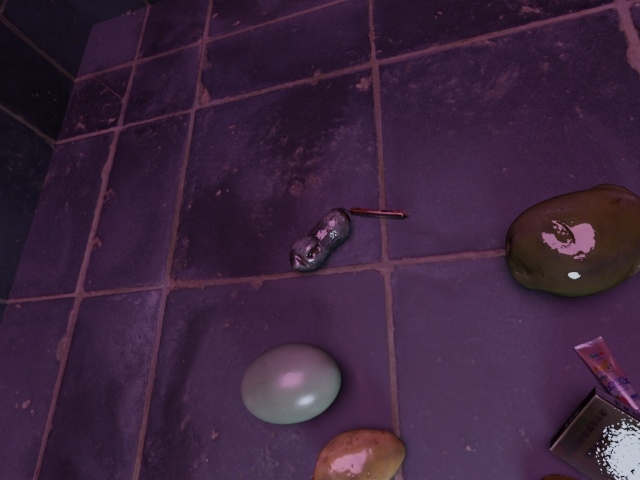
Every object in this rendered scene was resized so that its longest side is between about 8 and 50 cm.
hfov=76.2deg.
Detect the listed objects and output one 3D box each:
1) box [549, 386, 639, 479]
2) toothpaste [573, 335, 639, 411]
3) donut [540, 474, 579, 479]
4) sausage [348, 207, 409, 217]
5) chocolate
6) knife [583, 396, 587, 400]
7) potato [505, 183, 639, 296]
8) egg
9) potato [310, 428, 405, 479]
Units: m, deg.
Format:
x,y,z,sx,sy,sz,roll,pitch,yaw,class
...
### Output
x,y,z,sx,sy,sz,roll,pitch,yaw,class
0.666,0.459,0.812,0.325,0.047,0.180,31,116,24,box
0.675,0.320,0.935,0.067,0.043,0.194,-28,56,10,toothpaste
0.517,0.597,0.854,0.146,0.078,0.181,-23,59,12,donut
0.181,-0.088,1.292,0.198,0.025,0.028,6,39,21,sausage
0.000,0.000,1.279,0.248,0.110,0.110,-42,61,-4,chocolate
0.613,0.510,0.892,0.044,0.019,0.313,-1,70,19,knife
0.623,0.005,0.981,0.326,0.221,0.243,-17,62,8,potato
-0.081,0.379,1.091,0.282,0.203,0.203,-19,63,17,egg
0.089,0.549,1.011,0.235,0.128,0.161,-44,77,-7,potato
